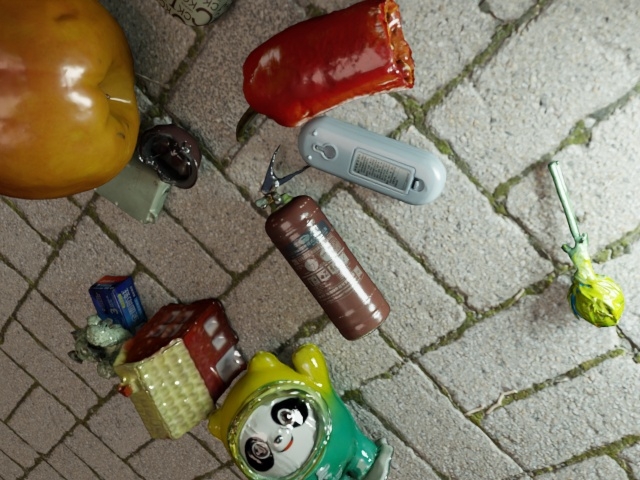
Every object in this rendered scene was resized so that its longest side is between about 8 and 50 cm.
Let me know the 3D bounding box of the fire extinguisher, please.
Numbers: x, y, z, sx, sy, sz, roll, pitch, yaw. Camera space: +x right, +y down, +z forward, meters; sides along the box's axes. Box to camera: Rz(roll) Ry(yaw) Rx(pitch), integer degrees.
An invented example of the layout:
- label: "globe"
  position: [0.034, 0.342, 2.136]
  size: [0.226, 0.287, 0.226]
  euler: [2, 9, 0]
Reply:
- label: "fire extinguisher"
  position: [0.000, 0.000, 0.931]
  size: [0.138, 0.102, 0.344]
  euler: [-35, 101, 1]

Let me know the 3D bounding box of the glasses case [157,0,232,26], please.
- label: "glasses case"
  position: [-0.122, -0.450, 0.729]
  size: [0.137, 0.085, 0.355]
  euler: [43, 124, -5]

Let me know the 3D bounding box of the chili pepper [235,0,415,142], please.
- label: "chili pepper"
  position: [-0.041, -0.234, 0.790]
  size: [0.339, 0.131, 0.134]
  euler: [-11, 103, 30]

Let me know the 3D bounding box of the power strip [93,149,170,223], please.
- label: "power strip"
  position: [-0.404, -0.140, 1.049]
  size: [0.270, 0.046, 0.118]
  euler: [34, 122, 4]

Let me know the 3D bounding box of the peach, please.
- label: "peach"
  position: [-0.455, -0.229, 0.846]
  size: [0.302, 0.342, 0.342]
  euler: [1, 120, -3]

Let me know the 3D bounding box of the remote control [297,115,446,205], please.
- label: "remote control"
  position: [0.075, -0.124, 0.852]
  size: [0.244, 0.047, 0.087]
  euler: [22, 127, 13]

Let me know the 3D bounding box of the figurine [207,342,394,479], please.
- label: "figurine"
  position: [-0.045, 0.388, 1.090]
  size: [0.340, 0.231, 0.323]
  euler: [39, 87, -4]

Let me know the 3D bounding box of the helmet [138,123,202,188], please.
- label: "helmet"
  position: [-0.254, -0.155, 0.961]
  size: [0.123, 0.070, 0.098]
  euler: [39, 132, -10]

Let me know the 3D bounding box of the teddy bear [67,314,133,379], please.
- label: "teddy bear"
  position: [-0.465, 0.221, 1.178]
  size: [0.213, 0.111, 0.133]
  euler: [-8, 94, 51]

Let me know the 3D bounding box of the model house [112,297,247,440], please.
- label: "model house"
  position: [-0.297, 0.265, 1.106]
  size: [0.160, 0.254, 0.195]
  euler: [-4, 115, 29]

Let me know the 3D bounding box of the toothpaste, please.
- label: "toothpaste"
  position: [-0.433, 0.232, 1.259]
  size: [0.076, 0.066, 0.320]
  euler: [0, 118, 23]

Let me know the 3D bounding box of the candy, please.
- label: "candy"
  position: [0.375, 0.009, 0.794]
  size: [0.077, 0.073, 0.262]
  euler: [-6, 111, 56]
